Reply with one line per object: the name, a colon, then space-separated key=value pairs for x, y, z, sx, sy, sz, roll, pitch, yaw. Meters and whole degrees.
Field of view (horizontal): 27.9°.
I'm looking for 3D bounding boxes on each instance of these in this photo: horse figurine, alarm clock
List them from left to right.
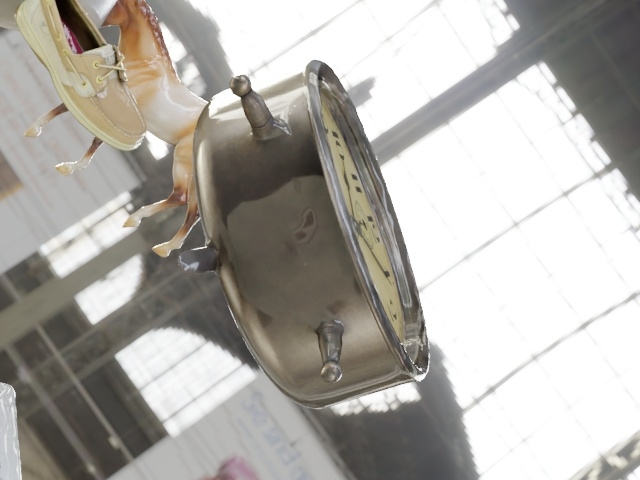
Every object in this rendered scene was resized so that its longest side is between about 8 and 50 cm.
horse figurine: x=-0.155 y=-0.099 z=1.231 sx=0.263 sy=0.174 sz=0.066 roll=43 pitch=1 yaw=-1
alarm clock: x=0.000 y=0.000 z=0.519 sx=0.192 sy=0.064 sz=0.129 roll=4 pitch=68 yaw=-75

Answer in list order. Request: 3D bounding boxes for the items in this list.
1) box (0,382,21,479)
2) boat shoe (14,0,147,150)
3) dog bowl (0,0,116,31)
box: x=-0.235 y=0.121 z=0.479 sx=0.181 sy=0.182 sz=0.119 roll=26 pitch=39 yaw=-42
boat shoe: x=-0.169 y=-0.128 z=0.941 sx=0.045 sy=0.050 sz=0.135 roll=-35 pitch=-86 yaw=35
dog bowl: x=-0.311 y=-0.272 z=1.057 sx=0.349 sy=0.102 sz=0.349 roll=19 pitch=-6 yaw=2
